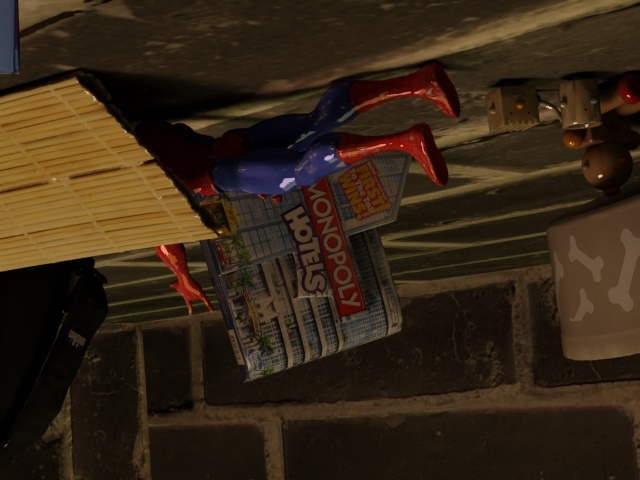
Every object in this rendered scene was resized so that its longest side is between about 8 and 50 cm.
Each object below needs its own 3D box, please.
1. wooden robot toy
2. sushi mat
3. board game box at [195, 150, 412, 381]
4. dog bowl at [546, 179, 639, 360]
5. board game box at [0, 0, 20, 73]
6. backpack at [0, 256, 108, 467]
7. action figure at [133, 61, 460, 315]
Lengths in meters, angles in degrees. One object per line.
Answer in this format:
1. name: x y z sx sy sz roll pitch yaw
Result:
1. wooden robot toy: 0.200 -0.071 0.947 0.173 0.079 0.076 -1 173 -31
2. sushi mat: -0.226 -0.033 0.924 0.316 0.019 0.151 -9 133 34
3. board game box: 0.000 0.000 1.153 0.194 0.194 0.060 -18 178 -15
4. dog bowl: 0.325 -0.022 0.990 0.349 0.102 0.349 -22 179 -1
5. board game box: -0.245 -0.102 0.308 0.347 0.078 0.233 -2 173 -14
6. backpack: -0.387 0.115 1.417 0.213 0.263 0.276 11 179 21
7. action figure: -0.033 -0.032 0.929 0.280 0.091 0.139 -6 138 25
